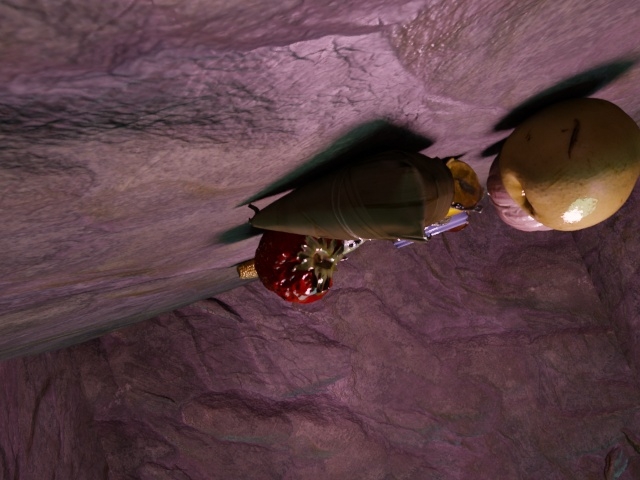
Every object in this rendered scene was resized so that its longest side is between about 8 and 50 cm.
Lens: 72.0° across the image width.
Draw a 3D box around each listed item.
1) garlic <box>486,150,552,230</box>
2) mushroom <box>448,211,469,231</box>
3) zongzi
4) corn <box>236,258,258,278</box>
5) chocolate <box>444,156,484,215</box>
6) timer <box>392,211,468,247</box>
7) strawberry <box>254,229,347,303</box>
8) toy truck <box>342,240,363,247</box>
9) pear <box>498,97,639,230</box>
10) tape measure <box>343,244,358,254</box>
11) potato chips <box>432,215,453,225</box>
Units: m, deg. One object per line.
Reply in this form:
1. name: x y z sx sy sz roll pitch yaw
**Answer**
1. garlic: 0.651 -0.182 1.371 0.318 0.317 0.259 -16 -176 -39
2. mushroom: 0.687 -0.158 2.345 0.233 0.207 0.302 21 -156 22
3. zongzi: 0.119 -0.096 1.003 0.418 0.181 0.447 -6 -175 30
4. corn: -0.237 0.107 1.932 0.260 0.091 0.091 -16 170 -21
5. chocolate: 0.299 -0.123 1.422 0.162 0.162 0.445 -17 178 -30
6. timer: 0.488 -0.101 2.055 0.395 0.173 0.395 -19 176 -2
7. strawberry: -0.083 0.050 1.255 0.257 0.257 0.277 -15 -174 -42
8. toy truck: 0.053 -0.021 1.561 0.114 0.135 0.270 -13 167 -36
9. pear: 0.594 -0.183 1.051 0.309 0.309 0.309 -20 174 -2
10. tape measure: 0.115 0.007 2.141 0.200 0.106 0.175 -20 -172 19
11. potato chips: 0.471 -0.149 1.837 0.167 0.228 0.059 -48 -148 -2
